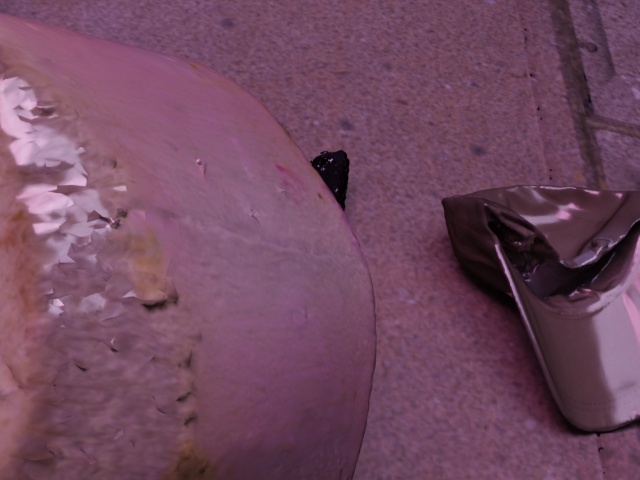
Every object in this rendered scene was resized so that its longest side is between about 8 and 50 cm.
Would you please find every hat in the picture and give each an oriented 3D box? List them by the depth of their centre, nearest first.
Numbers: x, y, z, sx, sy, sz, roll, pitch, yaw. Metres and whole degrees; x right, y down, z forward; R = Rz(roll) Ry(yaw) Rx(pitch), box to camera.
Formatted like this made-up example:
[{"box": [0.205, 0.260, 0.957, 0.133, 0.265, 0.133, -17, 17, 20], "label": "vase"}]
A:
[{"box": [0.171, 0.045, 0.886, 0.166, 0.144, 0.173, -1, 93, -26], "label": "hat"}]

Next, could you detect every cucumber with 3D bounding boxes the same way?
[{"box": [0.000, 0.000, 0.867, 0.039, 0.043, 0.163, 50, 34, -36], "label": "cucumber"}]

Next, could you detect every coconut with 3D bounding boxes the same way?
[{"box": [-0.127, 0.047, 0.572, 0.297, 0.297, 0.309, 46, 14, 22], "label": "coconut"}]
